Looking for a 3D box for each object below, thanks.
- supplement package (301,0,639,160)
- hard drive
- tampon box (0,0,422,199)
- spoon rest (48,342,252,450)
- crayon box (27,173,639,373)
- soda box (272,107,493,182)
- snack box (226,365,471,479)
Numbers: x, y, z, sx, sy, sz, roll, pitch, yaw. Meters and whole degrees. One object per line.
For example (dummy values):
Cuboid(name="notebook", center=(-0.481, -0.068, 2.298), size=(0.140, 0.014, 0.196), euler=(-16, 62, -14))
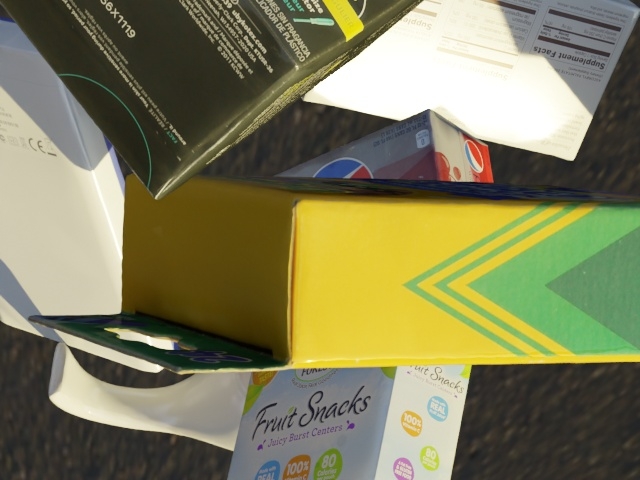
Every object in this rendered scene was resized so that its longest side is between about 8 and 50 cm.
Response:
Cuboid(name="supplement package", center=(0.088, -0.193, 1.639), size=(0.262, 0.204, 0.145), euler=(11, 113, -28))
Cuboid(name="hard drive", center=(-0.244, -0.045, 1.684), size=(0.210, 0.318, 0.040), euler=(15, 43, 38))
Cuboid(name="tampon box", center=(-0.030, -0.117, 0.793), size=(0.120, 0.101, 0.161), euler=(51, 42, -1))
Cuboid(name="spoon rest", center=(-0.092, 0.128, 1.718), size=(0.276, 0.084, 0.137), euler=(0, 57, 10))
Cuboid(name="crayon box", center=(0.037, 0.012, 1.006), size=(0.323, 0.203, 0.083), euler=(0, 95, -28))
Cuboid(name="soda box", center=(0.000, 0.000, 1.452), size=(0.263, 0.083, 0.092), euler=(-22, 60, 30))
Cuboid(name="snack box", center=(0.010, 0.159, 1.332), size=(0.070, 0.174, 0.207), euler=(29, 60, -30))
